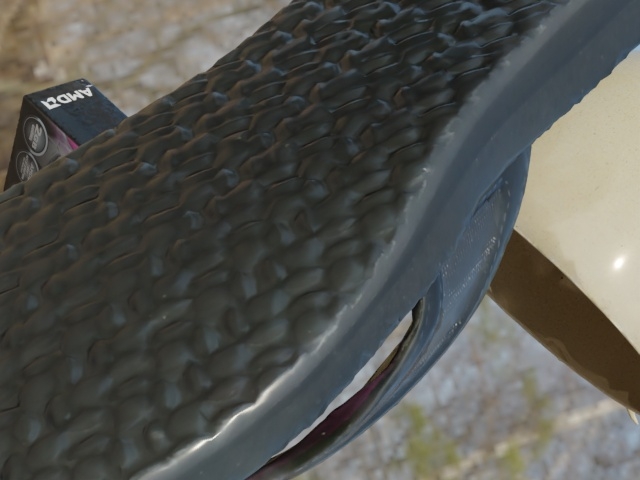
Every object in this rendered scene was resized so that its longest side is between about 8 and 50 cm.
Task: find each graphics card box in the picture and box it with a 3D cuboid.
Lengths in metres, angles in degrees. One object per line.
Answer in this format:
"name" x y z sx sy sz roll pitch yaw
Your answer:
"graphics card box" -0.187 0.028 1.861 0.371 0.094 0.233 43 -46 26

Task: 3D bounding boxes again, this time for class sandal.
"sandal" 0.003 0.000 0.633 0.167 0.446 0.107 14 -47 41

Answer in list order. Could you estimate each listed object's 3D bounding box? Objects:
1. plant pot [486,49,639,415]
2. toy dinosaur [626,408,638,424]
"plant pot" 0.218 -0.029 1.327 0.284 0.191 0.284 44 -7 6
"toy dinosaur" 0.283 0.095 1.795 0.053 0.092 0.183 -32 -115 60
